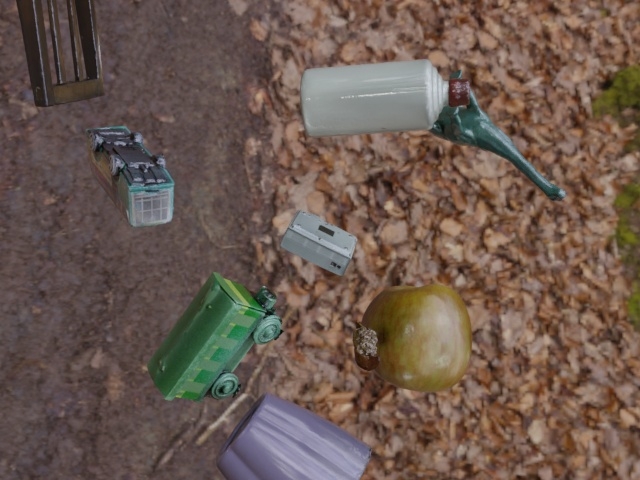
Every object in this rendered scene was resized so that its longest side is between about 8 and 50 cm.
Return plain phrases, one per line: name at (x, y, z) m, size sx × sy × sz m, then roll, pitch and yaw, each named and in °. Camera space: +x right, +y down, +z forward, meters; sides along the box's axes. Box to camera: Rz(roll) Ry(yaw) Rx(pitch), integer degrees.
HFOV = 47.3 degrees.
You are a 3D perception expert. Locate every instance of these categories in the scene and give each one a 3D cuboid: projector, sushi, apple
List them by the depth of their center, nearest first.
sushi at (0.086, 0.201, 1.405) m, size 0.120 × 0.052 × 0.055 m, roll -84°, pitch -177°, yaw -67°
projector at (0.000, 0.000, 1.551) m, size 0.147 × 0.061 × 0.115 m, roll 26°, pitch 23°, yaw -1°
apple at (0.220, 0.208, 1.655) m, size 0.264 × 0.264 × 0.265 m, roll 12°, pitch 74°, yaw -51°

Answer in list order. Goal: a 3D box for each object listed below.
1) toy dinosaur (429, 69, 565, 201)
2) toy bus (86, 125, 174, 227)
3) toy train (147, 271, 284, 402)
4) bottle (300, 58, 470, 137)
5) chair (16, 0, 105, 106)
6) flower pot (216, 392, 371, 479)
toy dinosaur at (0.337, -0.224, 1.624) m, size 0.331 × 0.383 × 0.129 m, roll 40°, pitch 89°, yaw -28°
toy bus at (-0.322, -0.116, 1.220) m, size 0.091 × 0.261 × 0.109 m, roll -8°, pitch 120°, yaw -28°
toy train at (-0.219, 0.216, 1.559) m, size 0.202 × 0.120 × 0.301 m, roll 25°, pitch 106°, yaw -49°
bottle at (0.097, -0.210, 1.080) m, size 0.104 × 0.245 × 0.104 m, roll -2°, pitch 90°, yaw -82°
chair at (-0.245, -0.390, 0.900) m, size 0.203 × 0.240 × 0.416 m, roll -68°, pitch 152°, yaw -72°
flower pot at (-0.065, 0.442, 1.476) m, size 0.243 × 0.265 × 0.265 m, roll 40°, pitch 46°, yaw -1°
